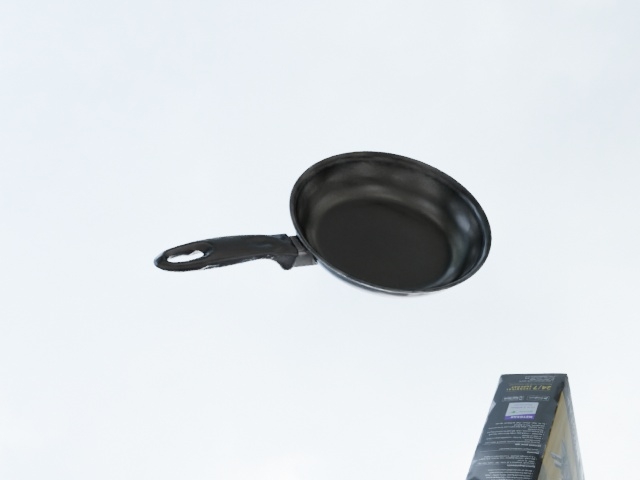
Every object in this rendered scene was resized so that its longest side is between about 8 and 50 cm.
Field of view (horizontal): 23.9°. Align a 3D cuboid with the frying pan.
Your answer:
[{"bbox_3d":[0.024,0.015,1.398,0.326,0.197,0.053,-34,-30,-39],"label":"frying pan"}]

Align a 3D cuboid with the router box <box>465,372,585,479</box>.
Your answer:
[{"bbox_3d":[0.232,0.335,1.632,0.243,0.081,0.309,-60,-38,-55],"label":"router box"}]
